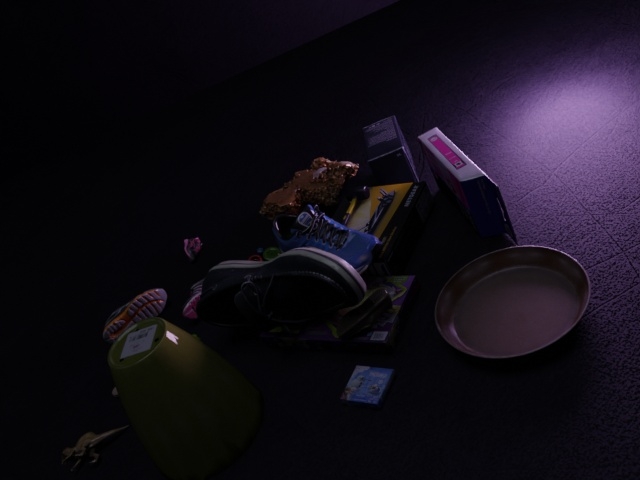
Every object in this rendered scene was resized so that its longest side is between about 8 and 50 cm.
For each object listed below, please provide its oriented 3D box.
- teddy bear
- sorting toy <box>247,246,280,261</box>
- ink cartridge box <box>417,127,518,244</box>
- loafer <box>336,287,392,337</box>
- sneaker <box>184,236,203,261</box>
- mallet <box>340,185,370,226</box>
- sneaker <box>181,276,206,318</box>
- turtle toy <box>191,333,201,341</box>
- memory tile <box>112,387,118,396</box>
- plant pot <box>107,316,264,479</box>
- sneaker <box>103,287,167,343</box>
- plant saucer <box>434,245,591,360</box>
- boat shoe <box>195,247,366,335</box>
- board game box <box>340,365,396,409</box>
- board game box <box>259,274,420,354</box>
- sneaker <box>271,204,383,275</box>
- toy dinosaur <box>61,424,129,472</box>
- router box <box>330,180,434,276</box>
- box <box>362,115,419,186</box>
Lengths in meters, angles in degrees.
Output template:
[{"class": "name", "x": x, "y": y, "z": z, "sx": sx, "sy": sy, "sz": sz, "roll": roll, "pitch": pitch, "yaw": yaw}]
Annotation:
[{"class": "teddy bear", "x": -0.027, "y": -0.148, "z": 2.030, "sx": 0.245, "sy": 0.113, "sz": 0.338, "roll": 2, "pitch": 35, "yaw": 29}, {"class": "sorting toy", "x": -0.161, "y": 0.056, "z": 1.896, "sx": 0.102, "sy": 0.042, "sz": 0.061, "roll": -21, "pitch": 47, "yaw": -10}, {"class": "ink cartridge box", "x": 0.352, "y": -0.131, "z": 1.624, "sx": 0.069, "sy": 0.175, "sz": 0.371, "roll": -29, "pitch": 32, "yaw": 1}, {"class": "loafer", "x": 0.099, "y": 0.167, "z": 1.444, "sx": 0.148, "sy": 0.050, "sz": 0.056, "roll": -40, "pitch": 27, "yaw": 12}, {"class": "sneaker", "x": -0.402, "y": 0.024, "z": 2.119, "sx": 0.057, "sy": 0.047, "sz": 0.119, "roll": -18, "pitch": 33, "yaw": -4}, {"class": "mallet", "x": 0.067, "y": -0.073, "z": 1.747, "sx": 0.062, "sy": 0.039, "sz": 0.189, "roll": 0, "pitch": 46, "yaw": 40}, {"class": "sneaker", "x": -0.341, "y": 0.159, "z": 1.863, "sx": 0.075, "sy": 0.063, "sz": 0.170, "roll": -3, "pitch": 35, "yaw": 34}, {"class": "turtle toy", "x": -0.345, "y": 0.295, "z": 1.669, "sx": 0.095, "sy": 0.066, "sz": 0.130, "roll": 10, "pitch": 49, "yaw": 45}, {"class": "memory tile", "x": -0.480, "y": 0.347, "z": 1.751, "sx": 0.113, "sy": 0.012, "sz": 0.148, "roll": -13, "pitch": 36, "yaw": 24}, {"class": "plant pot", "x": -0.309, "y": 0.310, "z": 1.407, "sx": 0.275, "sy": 0.293, "sz": 0.274, "roll": -20, "pitch": 33, "yaw": 14}, {"class": "sneaker", "x": -0.545, "y": 0.206, "z": 1.936, "sx": 0.215, "sy": 0.084, "sz": 0.083, "roll": -36, "pitch": 28, "yaw": -9}, {"class": "plant saucer", "x": 0.388, "y": 0.131, "z": 1.350, "sx": 0.311, "sy": 0.050, "sz": 0.310, "roll": -20, "pitch": 32, "yaw": 13}, {"class": "boat shoe", "x": -0.106, "y": 0.130, "z": 1.533, "sx": 0.500, "sy": 0.186, "sz": 0.156, "roll": -6, "pitch": 40, "yaw": 42}, {"class": "board game box", "x": 0.097, "y": 0.300, "z": 1.364, "sx": 0.090, "sy": 0.020, "sz": 0.090, "roll": -2, "pitch": 39, "yaw": 36}, {"class": "board game box", "x": 0.044, "y": 0.168, "z": 1.568, "sx": 0.347, "sy": 0.056, "sz": 0.208, "roll": -3, "pitch": 45, "yaw": 35}, {"class": "sneaker", "x": 0.000, "y": 0.000, "z": 1.590, "sx": 0.330, "sy": 0.147, "sz": 0.129, "roll": 8, "pitch": 53, "yaw": 42}, {"class": "toy dinosaur", "x": -0.549, "y": 0.486, "z": 1.572, "sx": 0.183, "sy": 0.053, "sz": 0.092, "roll": -26, "pitch": 31, "yaw": 5}, {"class": "router box", "x": 0.131, "y": -0.022, "z": 1.730, "sx": 0.243, "sy": 0.081, "sz": 0.308, "roll": -4, "pitch": 40, "yaw": 35}, {"class": "box", "x": 0.202, "y": -0.236, "z": 1.909, "sx": 0.108, "sy": 0.153, "sz": 0.207, "roll": -21, "pitch": 32, "yaw": 13}]
